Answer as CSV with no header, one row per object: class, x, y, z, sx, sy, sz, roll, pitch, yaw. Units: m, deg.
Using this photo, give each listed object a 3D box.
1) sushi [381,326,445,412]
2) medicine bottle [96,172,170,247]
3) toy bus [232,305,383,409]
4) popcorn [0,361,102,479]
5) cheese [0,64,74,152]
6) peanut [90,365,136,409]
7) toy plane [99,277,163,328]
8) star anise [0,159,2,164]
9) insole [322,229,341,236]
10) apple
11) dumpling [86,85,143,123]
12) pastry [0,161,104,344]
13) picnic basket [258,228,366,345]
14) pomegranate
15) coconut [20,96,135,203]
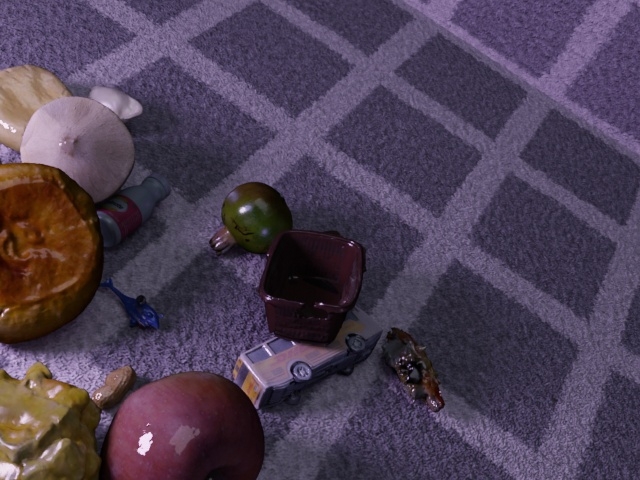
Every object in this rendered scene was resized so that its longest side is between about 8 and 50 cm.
sushi,0.207,0.289,1.829,0.103,0.097,0.226,-16,58,-32
medicine bottle,-0.433,-0.075,1.842,0.090,0.090,0.216,35,44,6
toy bus,-0.022,0.251,1.756,0.343,0.097,0.138,-23,57,-38
popcorn,-0.484,0.337,1.339,0.286,0.215,0.252,35,77,24
cheese,-0.693,-0.306,1.907,0.214,0.117,0.226,-31,73,-35
peanut,-0.401,0.287,1.564,0.054,0.054,0.113,35,45,6
toy plane,-0.405,0.134,1.702,0.167,0.054,0.062,39,71,10
star anise,-0.750,-0.060,1.661,0.360,0.139,0.315,8,38,1
insole,0.000,0.000,2.054,0.135,0.002,0.045,-18,60,-37
apple,-0.246,0.368,1.409,0.235,0.305,0.306,27,38,33
dumpling,-0.537,-0.317,2.005,0.169,0.100,0.134,28,57,2
pastry,-0.577,0.021,1.544,0.356,0.164,0.355,-1,93,-29
picnic basket,-0.017,0.105,1.763,0.223,0.129,0.296,8,32,4
pomegranate,-0.169,-0.037,1.904,0.210,0.180,0.180,-39,70,-4
coconut,-0.526,-0.194,1.760,0.238,0.237,0.266,18,2,-11
